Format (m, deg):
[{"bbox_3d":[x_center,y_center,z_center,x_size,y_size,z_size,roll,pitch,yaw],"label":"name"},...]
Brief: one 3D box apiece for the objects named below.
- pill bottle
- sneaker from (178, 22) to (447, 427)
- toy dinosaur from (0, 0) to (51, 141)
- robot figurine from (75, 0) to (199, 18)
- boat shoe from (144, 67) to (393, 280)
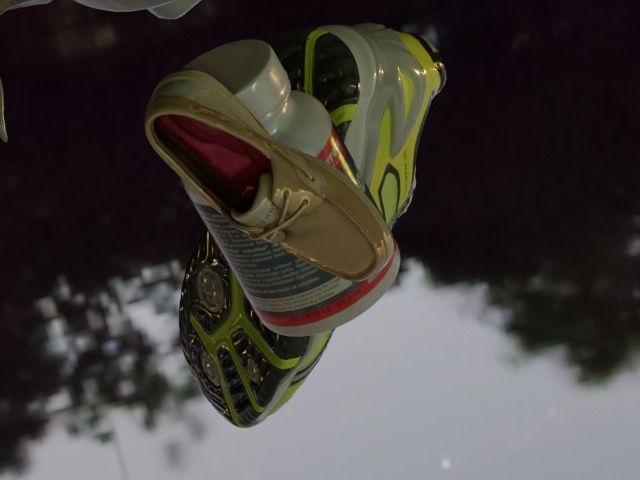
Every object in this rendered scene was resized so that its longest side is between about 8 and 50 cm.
[{"bbox_3d":[-0.029,-0.036,1.269,0.108,0.180,0.108,-21,-149,13],"label":"pill bottle"},{"bbox_3d":[0.000,0.000,1.531,0.147,0.384,0.145,-14,-129,-39],"label":"sneaker"},{"bbox_3d":[-0.159,-0.216,0.979,0.313,0.160,0.121,-56,-163,14],"label":"toy dinosaur"},{"bbox_3d":[-0.158,-0.289,1.310,0.200,0.300,0.353,-42,147,2],"label":"robot figurine"},{"bbox_3d":[-0.034,-0.027,1.113,0.063,0.170,0.059,-50,-174,28],"label":"boat shoe"}]
